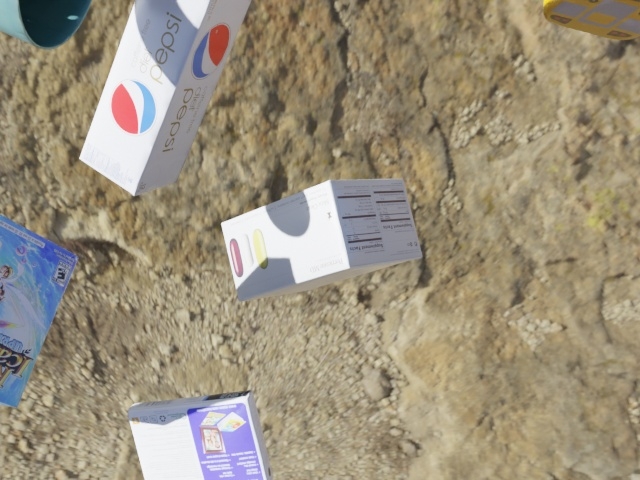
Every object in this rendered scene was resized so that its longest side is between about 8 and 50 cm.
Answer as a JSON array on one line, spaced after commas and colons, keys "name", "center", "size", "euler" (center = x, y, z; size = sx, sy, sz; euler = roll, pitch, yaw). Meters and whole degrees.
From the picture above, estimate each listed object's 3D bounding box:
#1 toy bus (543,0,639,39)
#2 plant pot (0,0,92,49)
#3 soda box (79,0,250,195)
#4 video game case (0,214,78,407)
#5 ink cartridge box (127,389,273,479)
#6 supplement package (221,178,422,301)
[{"name": "toy bus", "center": [0.295, -0.369, 0.804], "size": [0.108, 0.130, 0.332], "euler": [11, 82, -9]}, {"name": "plant pot", "center": [-0.587, -0.533, 1.633], "size": [0.235, 0.293, 0.293], "euler": [18, 73, 9]}, {"name": "soda box", "center": [-0.136, -0.152, 0.776], "size": [0.069, 0.074, 0.216], "euler": [33, 114, 14]}, {"name": "video game case", "center": [-0.502, 0.076, 1.224], "size": [0.269, 0.061, 0.244], "euler": [35, 65, -41]}, {"name": "ink cartridge box", "center": [-0.183, 0.347, 1.371], "size": [0.206, 0.045, 0.208], "euler": [-9, 100, 14]}, {"name": "supplement package", "center": [0.000, 0.000, 1.492], "size": [0.204, 0.262, 0.145], "euler": [-6, 80, -49]}]
